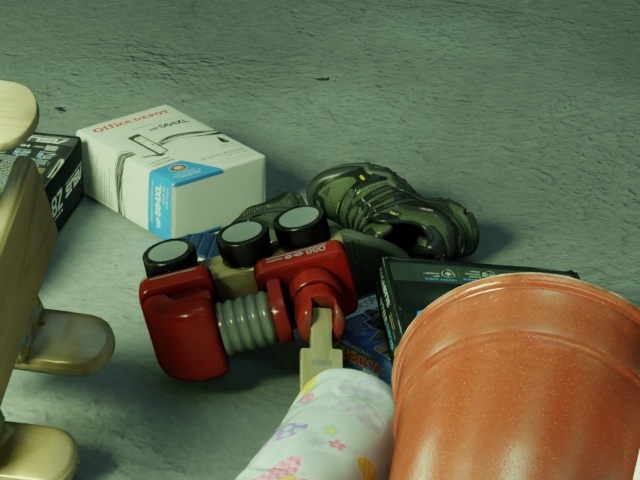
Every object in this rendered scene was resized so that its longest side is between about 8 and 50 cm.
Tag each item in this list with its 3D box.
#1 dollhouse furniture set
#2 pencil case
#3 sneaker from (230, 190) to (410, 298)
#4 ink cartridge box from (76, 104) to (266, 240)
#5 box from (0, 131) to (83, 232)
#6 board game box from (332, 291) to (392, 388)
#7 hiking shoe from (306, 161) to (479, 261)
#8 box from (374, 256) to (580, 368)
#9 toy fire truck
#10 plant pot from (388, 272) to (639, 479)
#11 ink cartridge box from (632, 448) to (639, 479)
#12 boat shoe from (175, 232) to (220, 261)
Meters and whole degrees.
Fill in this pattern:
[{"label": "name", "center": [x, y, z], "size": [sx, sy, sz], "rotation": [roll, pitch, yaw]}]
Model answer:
[{"label": "dollhouse furniture set", "center": [-0.258, 0.122, 1.505], "size": [0.256, 0.362, 0.394], "rotation": [6, 55, 10]}, {"label": "pencil case", "center": [-0.016, 0.217, 1.579], "size": [0.124, 0.113, 0.273], "rotation": [10, 28, 18]}, {"label": "sneaker", "center": [0.000, 0.000, 2.045], "size": [0.227, 0.087, 0.130], "rotation": [4, 32, 14]}, {"label": "ink cartridge box", "center": [-0.186, -0.085, 2.199], "size": [0.148, 0.086, 0.203], "rotation": [-20, 35, -37]}, {"label": "box", "center": [-0.507, -0.045, 2.081], "size": [0.395, 0.097, 0.318], "rotation": [6, 25, 7]}, {"label": "board game box", "center": [0.108, 0.092, 1.928], "size": [0.201, 0.035, 0.136], "rotation": [-18, 33, -36]}, {"label": "hiking shoe", "center": [0.069, -0.027, 2.106], "size": [0.227, 0.086, 0.114], "rotation": [18, 27, 27]}, {"label": "box", "center": [0.176, 0.095, 1.848], "size": [0.220, 0.051, 0.175], "rotation": [5, 37, -12]}, {"label": "toy fire truck", "center": [-0.061, 0.101, 1.794], "size": [0.217, 0.158, 0.246], "rotation": [-14, 27, -1]}, {"label": "plant pot", "center": [0.164, 0.212, 1.471], "size": [0.272, 0.272, 0.265], "rotation": [8, 35, 11]}, {"label": "ink cartridge box", "center": [0.282, 0.220, 1.390], "size": [0.045, 0.208, 0.206], "rotation": [4, 55, 22]}, {"label": "boat shoe", "center": [-0.084, 0.042, 1.974], "size": [0.183, 0.066, 0.066], "rotation": [13, 30, 8]}]
